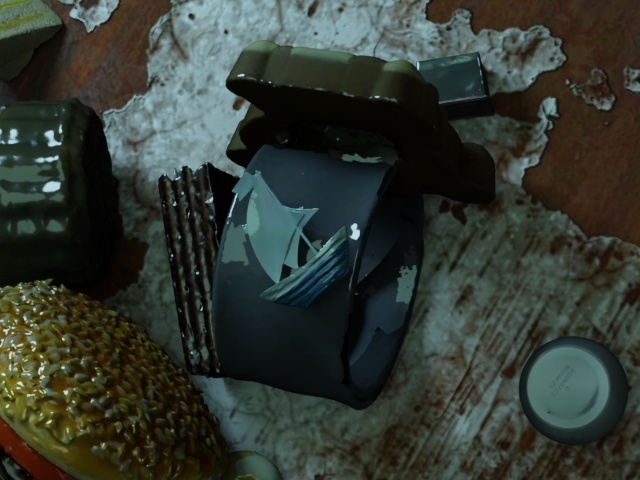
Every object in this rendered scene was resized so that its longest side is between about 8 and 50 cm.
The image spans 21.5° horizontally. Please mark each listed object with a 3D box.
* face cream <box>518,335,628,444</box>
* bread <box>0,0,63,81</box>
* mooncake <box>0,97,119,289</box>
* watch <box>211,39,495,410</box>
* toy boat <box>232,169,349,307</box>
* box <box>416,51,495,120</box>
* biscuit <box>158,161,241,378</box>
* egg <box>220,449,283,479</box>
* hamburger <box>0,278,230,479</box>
[{"bbox_3d":[0.270,0.160,1.809,0.117,0.104,0.117,-2,83,14],"label":"face cream"},{"bbox_3d":[-0.394,-0.259,2.016,0.077,0.152,0.105,44,99,15],"label":"bread"},{"bbox_3d":[-0.301,-0.050,1.927,0.124,0.228,0.228,1,82,6],"label":"mooncake"},{"bbox_3d":[0.000,0.000,1.784,0.314,0.335,0.326,10,75,15],"label":"watch"},{"bbox_3d":[-0.041,0.005,1.645,0.149,0.034,0.105,31,100,18],"label":"toy boat"},{"bbox_3d":[0.151,-0.173,1.914,0.085,0.060,0.063,-7,72,13],"label":"box"},{"bbox_3d":[-0.121,0.032,1.924,0.070,0.106,0.252,-13,78,18],"label":"biscuit"},{"bbox_3d":[-0.081,0.272,1.898,0.083,0.071,0.071,41,93,18],"label":"egg"},{"bbox_3d":[-0.274,0.209,1.819,0.250,0.330,0.330,-45,74,8],"label":"hamburger"}]
